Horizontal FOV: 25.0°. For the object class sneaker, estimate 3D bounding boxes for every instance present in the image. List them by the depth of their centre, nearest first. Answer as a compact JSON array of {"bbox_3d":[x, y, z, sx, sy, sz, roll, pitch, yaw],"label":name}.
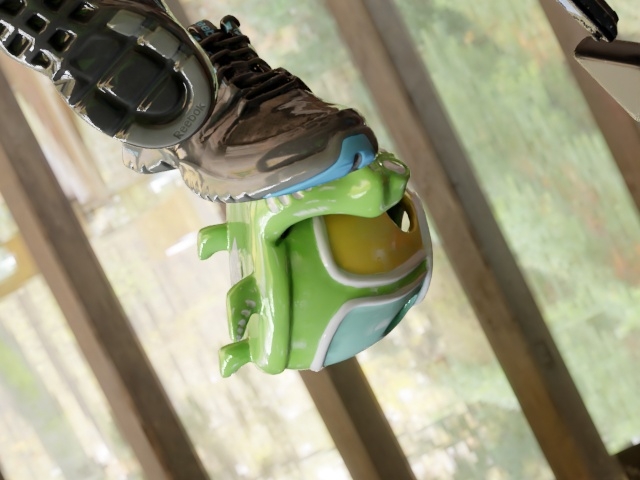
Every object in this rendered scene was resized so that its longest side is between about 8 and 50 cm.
[{"bbox_3d":[-0.177,-0.155,0.852,0.101,0.267,0.106,-44,-162,13],"label":"sneaker"},{"bbox_3d":[-0.083,-0.116,1.227,0.125,0.139,0.341,-18,-161,-34],"label":"sneaker"}]

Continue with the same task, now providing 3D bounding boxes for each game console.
[{"bbox_3d":[0.310,-0.251,1.663,0.044,0.361,0.213,-48,-163,-1],"label":"game console"}]

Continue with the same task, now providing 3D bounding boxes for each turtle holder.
[{"bbox_3d":[-0.004,-0.007,1.522,0.228,0.320,0.243,-6,-142,-11],"label":"turtle holder"}]
